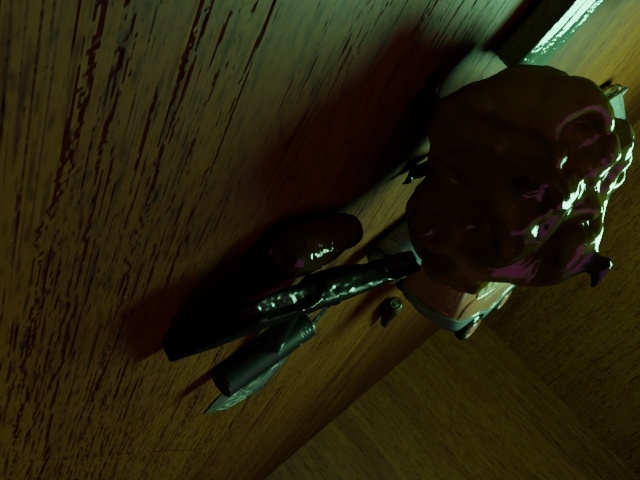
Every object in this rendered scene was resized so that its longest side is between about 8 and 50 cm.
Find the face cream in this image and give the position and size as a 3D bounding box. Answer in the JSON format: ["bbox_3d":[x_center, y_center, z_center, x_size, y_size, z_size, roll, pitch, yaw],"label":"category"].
[{"bbox_3d":[0.158,-0.004,1.209,0.229,0.075,0.075,-36,163,-26],"label":"face cream"}]

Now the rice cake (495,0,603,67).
[{"bbox_3d":[0.305,-0.293,0.863,0.237,0.043,0.127,-51,164,28],"label":"rice cake"}]

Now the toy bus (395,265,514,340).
[{"bbox_3d":[0.307,0.046,1.565,0.287,0.194,0.232,-31,148,-38],"label":"toy bus"}]

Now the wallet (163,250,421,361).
[{"bbox_3d":[-0.021,0.067,0.862,0.165,0.042,0.309,-26,172,42],"label":"wallet"}]

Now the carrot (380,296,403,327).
[{"bbox_3d":[0.166,0.177,1.796,0.047,0.047,0.191,-39,168,-16],"label":"carrot"}]

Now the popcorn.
[{"bbox_3d":[0.230,-0.056,0.876,0.297,0.281,0.316,-50,168,21],"label":"popcorn"}]

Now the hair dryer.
[{"bbox_3d":[-0.065,0.122,1.038,0.173,0.050,0.195,-35,159,-34],"label":"hair dryer"}]

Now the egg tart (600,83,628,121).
[{"bbox_3d":[0.633,-0.261,1.728,0.234,0.094,0.234,-39,166,-11],"label":"egg tart"}]

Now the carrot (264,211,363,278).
[{"bbox_3d":[0.000,0.000,0.839,0.060,0.060,0.186,-52,165,27],"label":"carrot"}]

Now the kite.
[{"bbox_3d":[-0.049,0.176,1.264,0.360,0.022,0.204,-44,166,16],"label":"kite"}]
